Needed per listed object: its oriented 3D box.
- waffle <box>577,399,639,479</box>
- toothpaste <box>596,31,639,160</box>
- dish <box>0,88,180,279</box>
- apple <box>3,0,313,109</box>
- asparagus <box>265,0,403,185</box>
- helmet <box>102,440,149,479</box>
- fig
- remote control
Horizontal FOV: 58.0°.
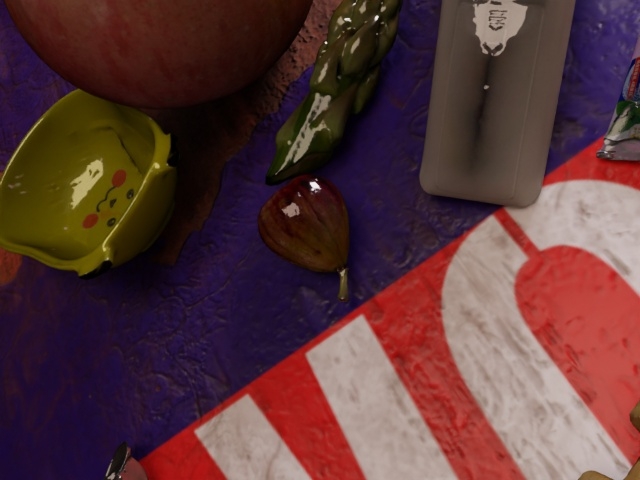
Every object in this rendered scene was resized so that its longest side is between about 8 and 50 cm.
[{"bbox_3d":[0.221,0.104,0.255,0.077,0.304,0.348,40,88,14],"label":"waffle"},{"bbox_3d":[0.279,-0.146,0.493,0.045,0.028,0.170,13,79,38],"label":"toothpaste"},{"bbox_3d":[-0.256,-0.056,0.686,0.262,0.108,0.221,24,81,34],"label":"dish"},{"bbox_3d":[-0.164,-0.308,0.606,0.345,0.269,0.345,2,55,-2],"label":"apple"},{"bbox_3d":[0.027,-0.180,0.611,0.080,0.080,0.287,21,88,32],"label":"asparagus"},{"bbox_3d":[-0.190,0.244,0.562,0.065,0.049,0.084,-42,20,46],"label":"helmet"},{"bbox_3d":[0.000,0.000,0.557,0.089,0.089,0.125,-39,83,8],"label":"fig"},{"bbox_3d":[0.149,-0.185,0.477,0.109,0.055,0.313,11,107,22],"label":"remote control"}]
